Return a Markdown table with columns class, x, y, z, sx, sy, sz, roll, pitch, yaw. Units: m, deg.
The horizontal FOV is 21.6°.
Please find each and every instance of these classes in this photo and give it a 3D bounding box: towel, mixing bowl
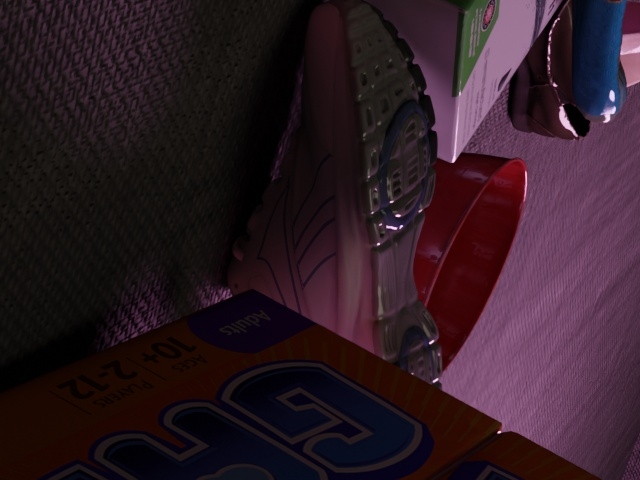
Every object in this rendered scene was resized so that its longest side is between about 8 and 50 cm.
| class | x | y | z | sx | sy | sz | roll | pitch | yaw |
| --- | --- | --- | --- | --- | --- | --- | --- | --- | --- |
| towel | 0.213 | -0.298 | 1.180 | 0.370 | 0.040 | 0.271 | 89 | 6 | -52 |
| mixing bowl | 0.069 | 0.005 | 1.228 | 0.181 | 0.098 | 0.181 | -52 | 157 | -32 |

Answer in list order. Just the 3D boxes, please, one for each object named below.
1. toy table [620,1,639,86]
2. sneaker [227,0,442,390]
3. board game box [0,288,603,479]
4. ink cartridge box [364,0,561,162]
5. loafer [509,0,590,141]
| class | x | y | z | sx | sy | sz | roll | pitch | yaw |
| --- | --- | --- | --- | --- | --- | --- | --- | --- | --- |
| toy table | 0.350 | -0.226 | 1.613 | 0.274 | 0.160 | 0.252 | -41 | 149 | -53 |
| sneaker | 0.000 | 0.000 | 1.030 | 0.111 | 0.129 | 0.297 | -23 | 116 | -61 |
| board game box | -0.038 | 0.291 | 0.831 | 0.356 | 0.356 | 0.357 | -22 | 134 | -55 |
| ink cartridge box | 0.102 | -0.180 | 1.104 | 0.208 | 0.086 | 0.153 | -55 | 160 | -30 |
| loafer | 0.212 | -0.162 | 1.440 | 0.080 | 0.078 | 0.220 | -58 | 160 | -22 |
